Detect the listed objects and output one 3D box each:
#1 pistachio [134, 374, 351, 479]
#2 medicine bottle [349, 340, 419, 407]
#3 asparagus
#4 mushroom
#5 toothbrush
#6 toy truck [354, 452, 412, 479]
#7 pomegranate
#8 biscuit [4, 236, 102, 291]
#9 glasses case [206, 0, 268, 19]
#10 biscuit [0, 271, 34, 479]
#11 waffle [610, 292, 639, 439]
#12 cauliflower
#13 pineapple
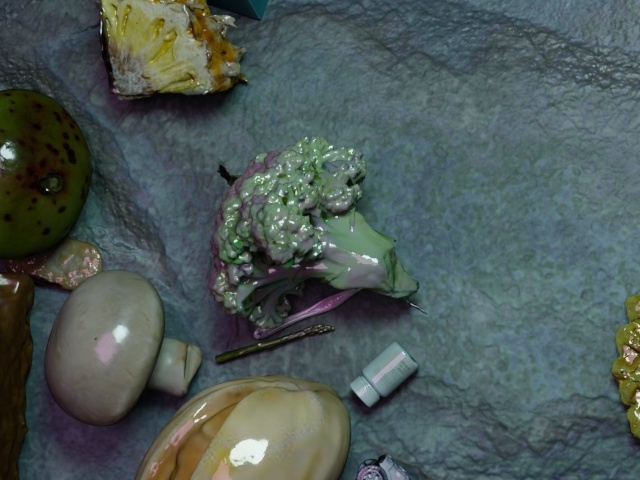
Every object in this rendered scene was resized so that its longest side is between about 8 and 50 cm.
[{"bbox_3d":[-0.090,0.285,1.608,0.230,0.230,0.309,34,72,17],"label":"pistachio"},{"bbox_3d":[0.080,0.169,1.683,0.083,0.047,0.047,-42,73,2],"label":"medicine bottle"},{"bbox_3d":[-0.060,0.132,1.737,0.163,0.016,0.016,-18,62,8],"label":"asparagus"},{"bbox_3d":[-0.247,0.144,1.705,0.204,0.204,0.204,-2,78,12],"label":"mushroom"},{"bbox_3d":[0.004,0.083,1.731,0.204,0.022,0.017,-24,64,7],"label":"toothbrush"},{"bbox_3d":[0.047,0.370,1.622,0.116,0.110,0.216,39,87,4],"label":"toy truck"},{"bbox_3d":[-0.444,-0.108,1.769,0.286,0.231,0.231,29,85,19],"label":"pomegranate"},{"bbox_3d":[-0.366,0.027,1.824,0.147,0.018,0.071,12,79,15],"label":"biscuit"},{"bbox_3d":[-0.218,-0.392,1.831,0.301,0.117,0.070,21,81,15],"label":"glasses case"},{"bbox_3d":[-0.586,0.189,1.751,0.395,0.166,0.342,1,79,10],"label":"biscuit"},{"bbox_3d":[0.486,0.162,1.596,0.291,0.051,0.291,-3,77,12],"label":"waffle"},{"bbox_3d":[0.000,0.000,1.663,0.315,0.239,0.256,24,54,9],"label":"cauliflower"},{"bbox_3d":[-0.215,-0.265,1.793,0.236,0.114,0.186,40,110,6],"label":"pineapple"}]
